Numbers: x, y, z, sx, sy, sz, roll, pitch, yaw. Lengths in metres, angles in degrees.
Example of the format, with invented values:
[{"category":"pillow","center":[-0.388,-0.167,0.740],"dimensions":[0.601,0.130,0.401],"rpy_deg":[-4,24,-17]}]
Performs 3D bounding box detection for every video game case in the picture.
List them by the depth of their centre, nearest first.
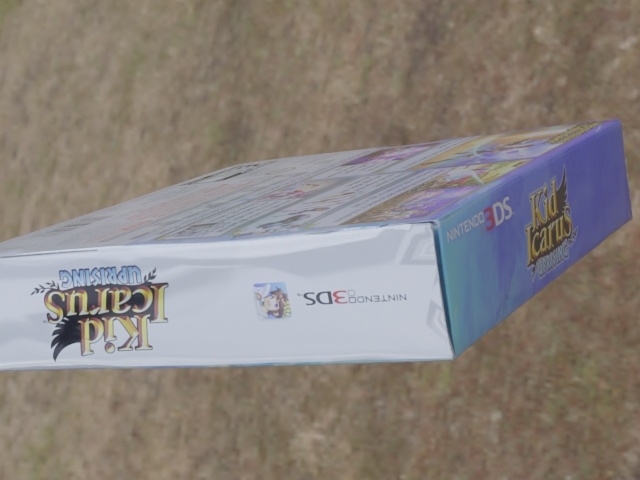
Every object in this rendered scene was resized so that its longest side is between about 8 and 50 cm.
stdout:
[{"category":"video game case","center":[0.000,0.000,0.695],"dimensions":[0.244,0.269,0.061],"rpy_deg":[-6,100,29]}]
